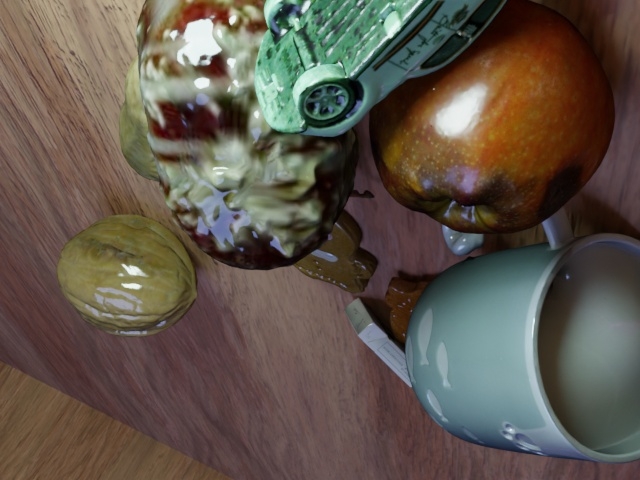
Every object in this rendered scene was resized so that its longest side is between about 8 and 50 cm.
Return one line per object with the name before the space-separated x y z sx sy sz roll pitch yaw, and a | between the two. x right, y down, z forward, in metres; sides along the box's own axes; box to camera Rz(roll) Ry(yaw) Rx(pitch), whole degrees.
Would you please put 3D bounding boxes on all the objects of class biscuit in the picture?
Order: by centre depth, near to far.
biscuit | -0.001 0.002 1.577 0.184 0.035 0.249 22 153 19
biscuit | 0.176 0.117 1.584 0.183 0.043 0.280 36 160 -1

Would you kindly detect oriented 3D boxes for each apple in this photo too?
apple | 0.156 -0.109 0.978 0.230 0.230 0.230 25 155 13

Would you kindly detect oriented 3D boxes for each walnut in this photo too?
walnut | -0.346 0.066 1.885 0.261 0.225 0.225 14 153 8

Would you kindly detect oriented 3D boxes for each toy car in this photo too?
toy car | 0.069 -0.205 0.871 0.125 0.136 0.306 18 129 -38

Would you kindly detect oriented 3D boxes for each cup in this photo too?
cup | 0.242 0.086 1.250 0.274 0.259 0.357 -14 99 58

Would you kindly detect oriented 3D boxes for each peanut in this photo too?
peanut | -0.206 -0.171 1.383 0.129 0.129 0.224 30 146 3

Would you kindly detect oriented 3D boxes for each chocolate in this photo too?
chocolate | -0.075 -0.120 1.065 0.225 0.210 0.340 -10 111 2

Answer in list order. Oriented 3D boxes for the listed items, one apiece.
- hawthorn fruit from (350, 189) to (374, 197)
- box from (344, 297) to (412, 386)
hawthorn fruit | -0.039 -0.076 1.319 0.243 0.207 0.207 13 165 -28
box | 0.106 0.170 1.719 0.154 0.040 0.084 47 -171 -30
